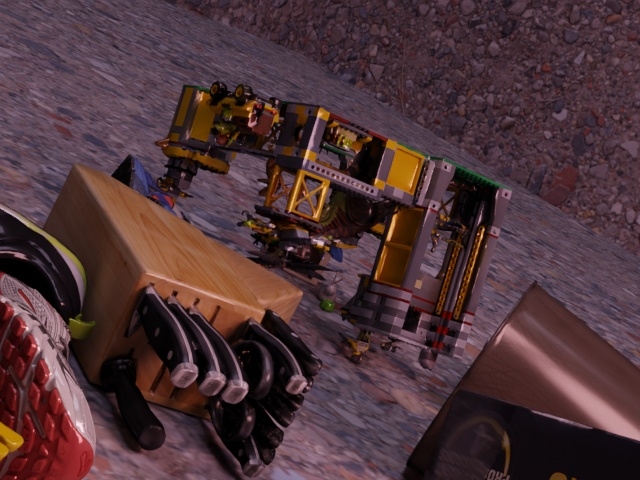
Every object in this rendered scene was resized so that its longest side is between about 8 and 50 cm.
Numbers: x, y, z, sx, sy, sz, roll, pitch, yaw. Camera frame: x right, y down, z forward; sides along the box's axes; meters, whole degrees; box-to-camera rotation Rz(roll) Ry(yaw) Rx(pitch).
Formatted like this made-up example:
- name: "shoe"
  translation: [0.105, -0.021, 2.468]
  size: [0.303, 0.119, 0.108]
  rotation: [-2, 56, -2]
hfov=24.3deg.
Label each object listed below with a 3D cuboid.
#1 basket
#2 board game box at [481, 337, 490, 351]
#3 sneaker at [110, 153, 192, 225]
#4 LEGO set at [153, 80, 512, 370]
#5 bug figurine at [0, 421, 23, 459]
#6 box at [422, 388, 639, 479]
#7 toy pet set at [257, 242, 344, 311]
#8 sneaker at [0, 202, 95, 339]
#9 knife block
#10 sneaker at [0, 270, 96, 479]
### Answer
- name: "basket"
  translation: [0.199, 0.163, 1.072]
  size: [0.227, 0.154, 0.204]
  rotation: [36, -27, 9]
- name: "board game box"
  translation: [0.282, 0.183, 1.352]
  size: [0.305, 0.053, 0.193]
  rotation: [25, 7, 5]
- name: "sneaker"
  translation: [-0.145, -0.002, 1.252]
  size: [0.087, 0.083, 0.221]
  rotation: [41, 5, -28]
- name: "LEGO set"
  translation: [0.000, 0.000, 1.337]
  size: [0.255, 0.192, 0.331]
  rotation: [14, -5, 41]
- name: "bug figurine"
  translation: [-0.282, 0.051, 0.663]
  size: [0.279, 0.072, 0.216]
  rotation: [35, 19, 17]
- name: "box"
  translation: [0.292, 0.201, 0.793]
  size: [0.395, 0.097, 0.318]
  rotation: [24, -5, -29]
- name: "toy pet set"
  translation: [0.001, 0.018, 1.489]
  size: [0.122, 0.065, 0.114]
  rotation: [27, 11, -4]
- name: "sneaker"
  translation: [-0.248, -0.002, 0.951]
  size: [0.234, 0.084, 0.097]
  rotation: [24, 13, -16]
- name: "knife block"
  translation: [-0.122, 0.048, 1.004]
  size: [0.275, 0.088, 0.242]
  rotation: [31, 11, 15]
- name: "sneaker"
  translation: [-0.169, 0.064, 0.824]
  size: [0.092, 0.088, 0.225]
  rotation: [20, 13, -37]
